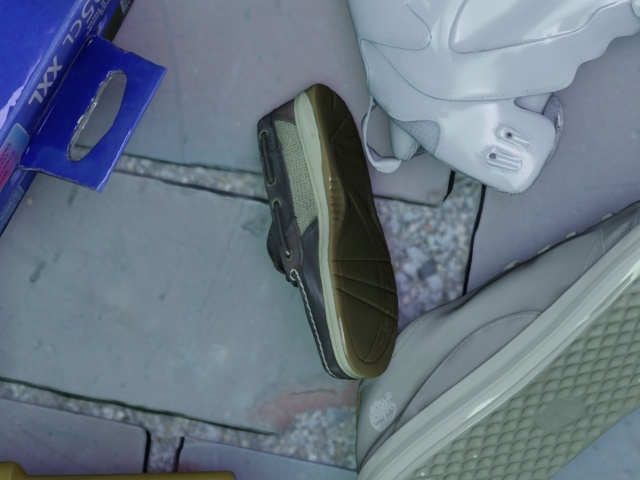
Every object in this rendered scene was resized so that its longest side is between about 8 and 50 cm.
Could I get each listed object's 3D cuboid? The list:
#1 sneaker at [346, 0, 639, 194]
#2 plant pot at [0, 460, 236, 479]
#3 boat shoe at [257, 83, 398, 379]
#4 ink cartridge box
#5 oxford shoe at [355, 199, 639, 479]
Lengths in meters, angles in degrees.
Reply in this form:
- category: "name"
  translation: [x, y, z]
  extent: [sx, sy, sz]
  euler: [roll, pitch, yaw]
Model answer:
- category: "sneaker"
  translation: [0.187, -0.146, 1.153]
  extent: [0.366, 0.137, 0.210]
  euler: [0, 102, 14]
- category: "plant pot"
  translation: [-0.162, 0.274, 1.250]
  extent: [0.239, 0.254, 0.254]
  euler: [-13, 100, -5]
- category: "boat shoe"
  translation: [-0.001, -0.001, 1.214]
  extent: [0.073, 0.080, 0.223]
  euler: [-22, 66, 31]
- category: "ink cartridge box"
  translation: [-0.299, -0.160, 1.178]
  extent: [0.395, 0.151, 0.270]
  euler: [28, 82, 1]
- category: "oxford shoe"
  translation: [0.197, 0.044, 1.191]
  extent: [0.449, 0.130, 0.169]
  euler: [-37, 134, 13]
